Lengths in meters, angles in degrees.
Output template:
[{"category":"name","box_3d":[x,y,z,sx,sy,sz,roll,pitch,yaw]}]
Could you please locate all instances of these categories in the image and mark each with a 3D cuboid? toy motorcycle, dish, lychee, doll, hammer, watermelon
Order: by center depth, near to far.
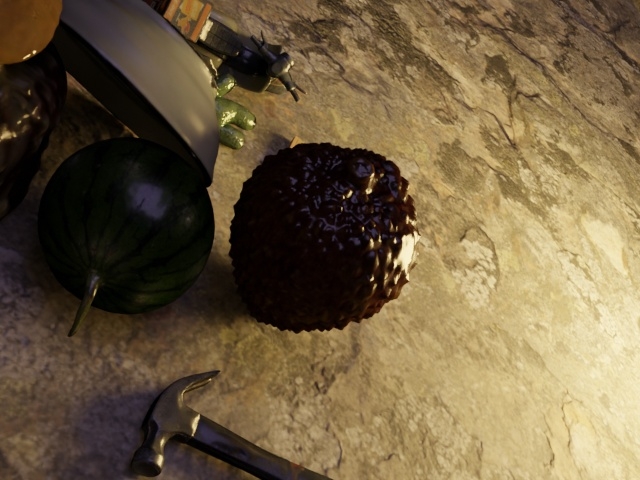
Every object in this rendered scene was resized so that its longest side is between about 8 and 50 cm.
[{"category":"watermelon","box_3d":[-0.209,-0.011,0.852,0.188,0.188,0.214,38,32,-10]},{"category":"hammer","box_3d":[-0.059,0.244,0.884,0.290,0.037,0.137,31,42,-18]},{"category":"dish","box_3d":[-0.212,-0.202,0.933,0.316,0.316,0.106,42,80,-5]},{"category":"lychee","box_3d":[0.000,0.000,0.963,0.236,0.271,0.235,15,52,-21]},{"category":"doll","box_3d":[-0.164,-0.193,1.160,0.150,0.077,0.115,40,75,-25]},{"category":"toy motorcycle","box_3d":[-0.136,-0.287,1.200,0.263,0.091,0.157,25,1,-32]}]

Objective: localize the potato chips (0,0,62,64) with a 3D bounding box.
[{"category":"potato chips","box_3d":[-0.324,-0.239,0.725,0.195,0.062,0.208,32,40,11]}]

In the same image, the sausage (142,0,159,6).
[{"category":"sausage","box_3d":[-0.280,-0.369,1.197,0.141,0.076,0.076,-18,70,-51]}]

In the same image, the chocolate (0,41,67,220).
[{"category":"chocolate","box_3d":[-0.385,-0.121,0.771,0.225,0.210,0.340,46,38,-3]}]

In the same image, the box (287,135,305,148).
[{"category":"box","box_3d":[-0.031,-0.119,1.248,0.058,0.015,0.093,37,38,-14]}]
